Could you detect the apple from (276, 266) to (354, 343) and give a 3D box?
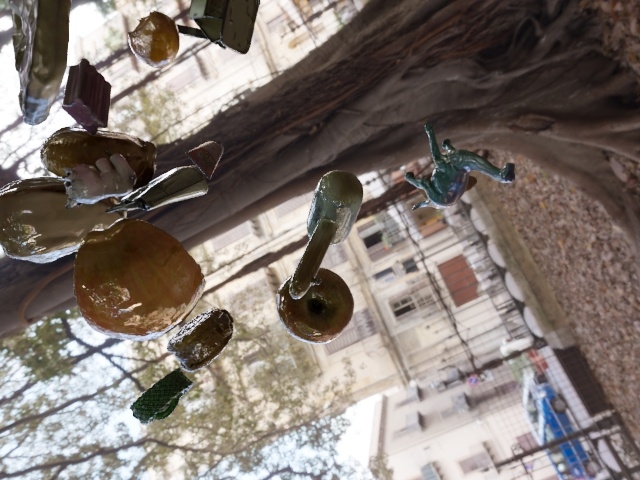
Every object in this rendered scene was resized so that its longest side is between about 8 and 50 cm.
[{"bbox_3d":[-0.020,0.217,1.748,0.264,0.265,0.264,58,-167,-21],"label":"apple"}]

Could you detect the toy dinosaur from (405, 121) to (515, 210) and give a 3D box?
[{"bbox_3d":[0.368,-0.128,1.416,0.383,0.130,0.330,96,155,-43],"label":"toy dinosaur"}]

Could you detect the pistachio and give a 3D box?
[{"bbox_3d":[-0.886,-0.064,1.766,0.446,0.365,0.281,6,-125,-41],"label":"pistachio"}]

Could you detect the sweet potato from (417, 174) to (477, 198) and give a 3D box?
[{"bbox_3d":[0.455,-0.194,1.845,0.097,0.252,0.097,22,115,58],"label":"sweet potato"}]

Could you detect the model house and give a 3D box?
[{"bbox_3d":[-0.379,-0.771,1.756,0.205,0.279,0.218,-15,-58,-73],"label":"model house"}]

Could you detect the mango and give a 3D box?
[{"bbox_3d":[-0.489,-0.597,1.568,0.126,0.153,0.252,16,-170,-40],"label":"mango"}]

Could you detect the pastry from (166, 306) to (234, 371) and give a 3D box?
[{"bbox_3d":[-0.402,0.319,1.771,0.132,0.240,0.235,53,-137,-20],"label":"pastry"}]

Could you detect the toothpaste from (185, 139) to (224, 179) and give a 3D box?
[{"bbox_3d":[-0.312,-0.228,1.431,0.089,0.057,0.234,47,-164,-16],"label":"toothpaste"}]

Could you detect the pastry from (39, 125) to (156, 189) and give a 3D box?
[{"bbox_3d":[-0.678,-0.263,1.618,0.356,0.356,0.163,-62,-14,-76],"label":"pastry"}]

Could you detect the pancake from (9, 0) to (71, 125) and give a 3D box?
[{"bbox_3d":[-0.396,-0.307,0.731,0.050,0.294,0.294,1,-124,-37],"label":"pancake"}]

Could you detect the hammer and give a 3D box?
[{"bbox_3d":[0.000,0.000,1.145,0.201,0.113,0.305,104,-172,-52],"label":"hammer"}]

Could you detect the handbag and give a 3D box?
[{"bbox_3d":[-0.540,-0.137,1.709,0.315,0.241,0.109,-36,-67,-33],"label":"handbag"}]

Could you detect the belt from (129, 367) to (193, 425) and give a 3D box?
[{"bbox_3d":[-0.370,0.375,1.236,0.079,0.151,0.121,50,157,8],"label":"belt"}]

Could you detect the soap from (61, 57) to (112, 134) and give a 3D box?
[{"bbox_3d":[-0.662,-0.412,1.492,0.122,0.066,0.203,52,-161,-49],"label":"soap"}]

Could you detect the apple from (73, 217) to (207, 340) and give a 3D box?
[{"bbox_3d":[-0.477,0.100,1.374,0.252,0.314,0.309,57,165,31],"label":"apple"}]

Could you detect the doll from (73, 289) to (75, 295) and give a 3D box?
[{"bbox_3d":[-0.723,0.147,1.773,0.097,0.210,0.137,-131,19,-69],"label":"doll"}]

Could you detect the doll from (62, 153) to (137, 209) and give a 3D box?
[{"bbox_3d":[-0.578,-0.148,1.364,0.095,0.192,0.149,67,157,19],"label":"doll"}]
